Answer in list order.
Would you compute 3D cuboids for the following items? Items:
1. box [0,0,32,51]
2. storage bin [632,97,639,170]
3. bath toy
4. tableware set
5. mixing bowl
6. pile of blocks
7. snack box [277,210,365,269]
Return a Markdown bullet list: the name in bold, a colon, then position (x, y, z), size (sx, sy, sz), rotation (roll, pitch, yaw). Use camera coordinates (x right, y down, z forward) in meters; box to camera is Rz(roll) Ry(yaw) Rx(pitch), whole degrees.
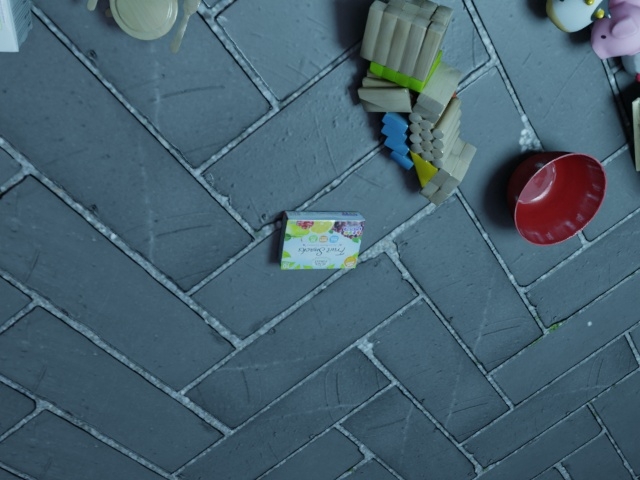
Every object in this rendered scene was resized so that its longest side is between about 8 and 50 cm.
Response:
- **box**: position (-0.445, -0.278, 0.642), size (0.203, 0.114, 0.103), rotation (-3, 125, -14)
- **storage bin**: position (0.713, -0.219, 1.036), size (0.262, 0.123, 0.260), rotation (-38, 141, 6)
- **bath toy**: position (0.466, -0.354, 0.903), size (0.348, 0.129, 0.151), rotation (27, 109, -30)
- **tableware set**: position (-0.204, -0.353, 0.742), size (0.128, 0.039, 0.194), rotation (25, 105, -12)
- **mixing bowl**: position (0.412, -0.091, 1.062), size (0.181, 0.098, 0.181), rotation (-8, 121, -13)
- **pile of blocks**: position (0.157, -0.224, 0.914), size (0.112, 0.149, 0.362), rotation (-58, 144, -32)
- **snack box**: position (0.000, 0.000, 1.022), size (0.141, 0.037, 0.100), rotation (0, 121, -18)
